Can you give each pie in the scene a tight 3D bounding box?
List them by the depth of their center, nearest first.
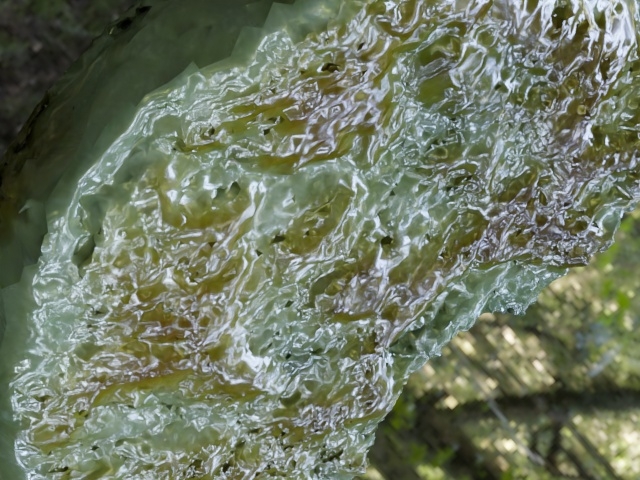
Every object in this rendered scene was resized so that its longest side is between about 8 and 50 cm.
[{"bbox_3d":[0.000,0.000,0.578,0.371,0.296,0.078,-38,-129,-3],"label":"pie"}]
